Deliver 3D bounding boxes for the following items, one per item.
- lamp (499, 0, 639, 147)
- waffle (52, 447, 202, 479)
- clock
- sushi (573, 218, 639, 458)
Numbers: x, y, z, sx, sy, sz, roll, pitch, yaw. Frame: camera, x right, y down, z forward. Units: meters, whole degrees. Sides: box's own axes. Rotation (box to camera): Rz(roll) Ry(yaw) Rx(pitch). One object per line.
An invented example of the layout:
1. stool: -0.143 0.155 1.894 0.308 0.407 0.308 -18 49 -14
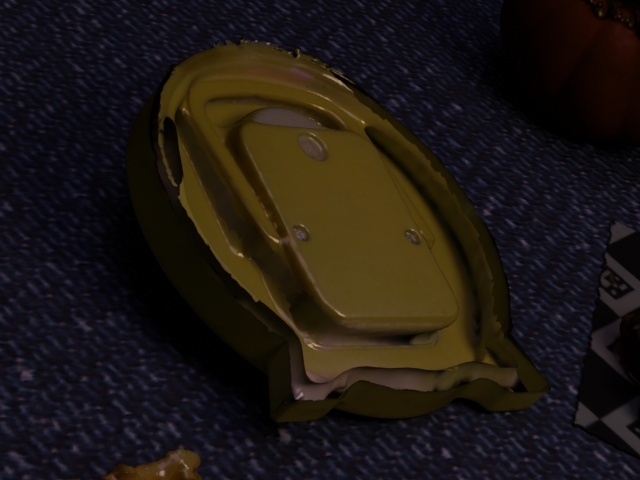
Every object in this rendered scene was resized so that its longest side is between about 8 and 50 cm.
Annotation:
1. lamp: 0.257 -0.184 1.510 0.223 0.196 0.223 0 66 1
2. waffle: -0.078 0.179 0.914 0.211 0.055 0.160 -10 50 -42
3. clock: -0.003 0.001 1.192 0.277 0.071 0.293 9 48 -40
4. sushi: 0.335 0.096 1.314 0.292 0.059 0.294 27 33 -1
